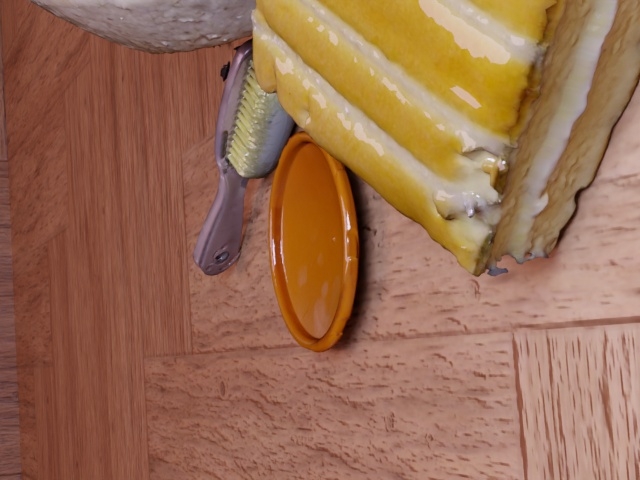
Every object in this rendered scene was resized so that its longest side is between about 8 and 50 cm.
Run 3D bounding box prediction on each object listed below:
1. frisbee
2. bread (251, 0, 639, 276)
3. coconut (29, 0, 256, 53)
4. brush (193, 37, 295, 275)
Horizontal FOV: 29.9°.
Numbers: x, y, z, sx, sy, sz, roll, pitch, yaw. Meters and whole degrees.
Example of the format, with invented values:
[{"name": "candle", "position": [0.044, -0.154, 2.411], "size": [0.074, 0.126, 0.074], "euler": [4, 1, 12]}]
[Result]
[{"name": "frisbee", "position": [0.000, 0.000, 1.029], "size": [0.192, 0.035, 0.192], "euler": [178, 90, -69]}, {"name": "bread", "position": [0.073, -0.134, 0.692], "size": [0.246, 0.111, 0.239], "euler": [44, 140, 33]}, {"name": "coconut", "position": [-0.138, -0.363, 0.942], "size": [0.415, 0.344, 0.415], "euler": [48, 157, 28]}, {"name": "brush", "position": [-0.073, -0.062, 1.172], "size": [0.067, 0.072, 0.313], "euler": [54, 143, 32]}]
